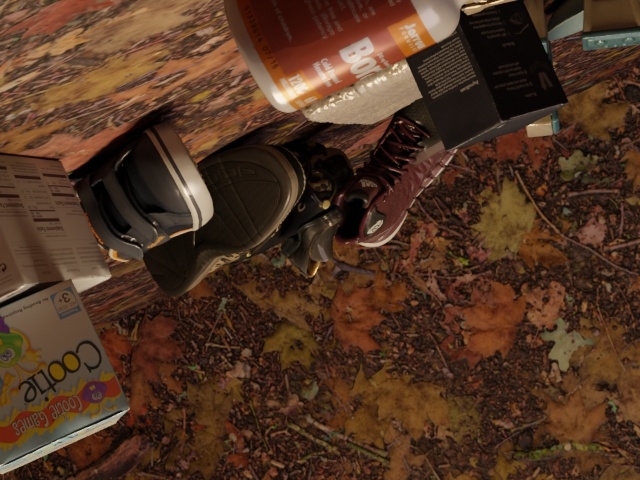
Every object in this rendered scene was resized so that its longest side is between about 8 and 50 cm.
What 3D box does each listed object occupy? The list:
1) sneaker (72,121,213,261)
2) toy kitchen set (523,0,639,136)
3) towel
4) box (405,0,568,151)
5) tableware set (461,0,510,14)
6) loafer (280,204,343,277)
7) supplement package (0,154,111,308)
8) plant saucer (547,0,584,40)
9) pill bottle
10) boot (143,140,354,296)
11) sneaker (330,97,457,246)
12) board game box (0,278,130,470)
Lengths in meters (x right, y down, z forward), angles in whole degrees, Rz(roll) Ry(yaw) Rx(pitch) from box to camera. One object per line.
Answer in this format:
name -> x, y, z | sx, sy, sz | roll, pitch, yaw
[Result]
sneaker -> -0.208, -0.045, 1.979 | 0.127, 0.126, 0.321 | -29, 178, -12
toy kitchen set -> 0.341, -0.229, 2.241 | 0.166, 0.122, 0.207 | -5, 165, 9
towel -> 0.097, -0.203, 2.236 | 0.187, 0.049, 0.282 | -26, 175, 20
box -> 0.189, -0.202, 2.011 | 0.093, 0.158, 0.156 | -27, 174, 39
tableware set -> 0.102, -0.237, 1.546 | 0.141, 0.020, 0.169 | -6, 160, 13
loafer -> 0.000, 0.000, 2.411 | 0.062, 0.061, 0.170 | -30, 173, -24
supplement package -> -0.368, 0.019, 1.764 | 0.204, 0.145, 0.262 | -25, 175, 11
plant saucer -> 0.383, -0.328, 2.330 | 0.195, 0.037, 0.195 | -23, 176, -2
pill bottle -> 0.038, -0.202, 1.432 | 0.216, 0.121, 0.121 | -25, 176, 12
boot -> -0.067, -0.066, 2.449 | 0.284, 0.138, 0.377 | -27, 170, -39
sneaker -> 0.103, -0.102, 2.429 | 0.281, 0.106, 0.162 | -64, 163, 18
board game box -> -0.295, 0.146, 1.773 | 0.144, 0.142, 0.275 | -24, 176, -13
